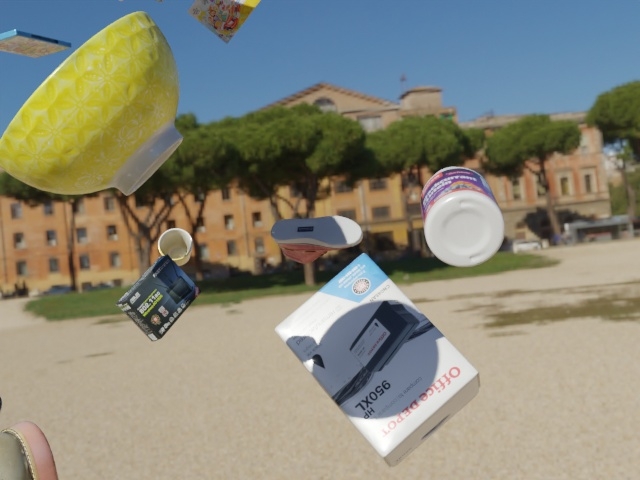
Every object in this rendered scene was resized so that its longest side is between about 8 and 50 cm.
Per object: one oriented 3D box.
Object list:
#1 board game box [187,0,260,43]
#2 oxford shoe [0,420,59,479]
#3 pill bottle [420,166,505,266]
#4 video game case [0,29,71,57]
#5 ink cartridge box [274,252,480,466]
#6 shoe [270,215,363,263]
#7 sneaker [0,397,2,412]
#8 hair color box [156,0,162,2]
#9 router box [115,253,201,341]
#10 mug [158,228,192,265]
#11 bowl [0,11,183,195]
[{"bbox_3d":[-0.183,-0.492,1.647,0.154,0.103,0.026,-49,13,18],"label":"board game box"},{"bbox_3d":[-0.439,0.467,1.146,0.140,0.396,0.146,-26,-13,38],"label":"oxford shoe"},{"bbox_3d":[0.199,-0.044,1.168,0.108,0.108,0.193,-6,19,6],"label":"pill bottle"},{"bbox_3d":[-0.674,-0.449,1.859,0.119,0.015,0.166,-6,-1,28],"label":"video game case"},{"bbox_3d":[0.134,0.273,1.872,0.285,0.395,0.166,-40,-25,-6],"label":"ink cartridge box"},{"bbox_3d":[0.000,0.000,1.533,0.178,0.063,0.081,1,-30,18],"label":"shoe"},{"bbox_3d":[-0.802,0.554,1.788,0.169,0.257,0.447,8,24,-10],"label":"sneaker"},{"bbox_3d":[-0.407,-0.563,1.364,0.375,0.185,0.113,22,-53,-15],"label":"hair color box"},{"bbox_3d":[-0.275,0.097,1.388,0.038,0.092,0.122,-21,26,49],"label":"router box"},{"bbox_3d":[-0.272,0.023,1.505,0.078,0.062,0.064,-44,-11,-19],"label":"mug"},{"bbox_3d":[-0.285,-0.156,1.122,0.289,0.156,0.289,-45,7,7],"label":"bowl"}]
